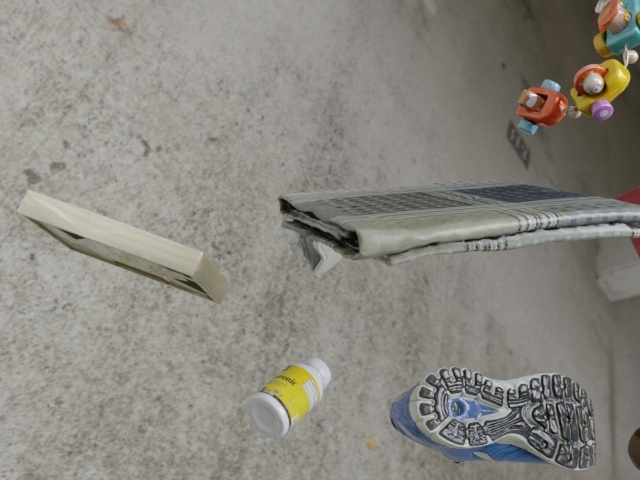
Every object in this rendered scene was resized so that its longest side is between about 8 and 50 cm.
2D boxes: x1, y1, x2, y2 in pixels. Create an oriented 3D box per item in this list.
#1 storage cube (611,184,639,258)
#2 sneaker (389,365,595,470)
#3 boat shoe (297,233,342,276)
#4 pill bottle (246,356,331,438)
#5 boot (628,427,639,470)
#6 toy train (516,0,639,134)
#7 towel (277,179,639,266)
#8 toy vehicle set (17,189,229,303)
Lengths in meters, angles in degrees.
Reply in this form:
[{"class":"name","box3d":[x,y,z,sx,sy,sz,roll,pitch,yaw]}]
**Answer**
[{"class":"storage cube","box3d":[0.656,-0.048,1.155,0.215,0.193,0.183,-22,81,-19]},{"class":"sneaker","box3d":[0.246,0.250,0.955,0.330,0.147,0.129,16,66,-20]},{"class":"boat shoe","box3d":[0.000,0.000,1.679,0.116,0.319,0.099,-42,74,-11]},{"class":"pill bottle","box3d":[-0.037,0.201,0.889,0.116,0.065,0.065,-32,97,-48]},{"class":"boot","box3d":[0.451,0.190,0.756,0.153,0.197,0.072,-5,53,-16]},{"class":"toy train","box3d":[0.255,-0.179,0.669,0.046,0.166,0.125,25,12,-26]},{"class":"towel","box3d":[0.133,-0.021,0.732,0.325,0.312,0.056,-4,101,-15]},{"class":"toy vehicle set","box3d":[-0.273,0.014,0.970,0.166,0.267,0.035,78,32,-71]}]
